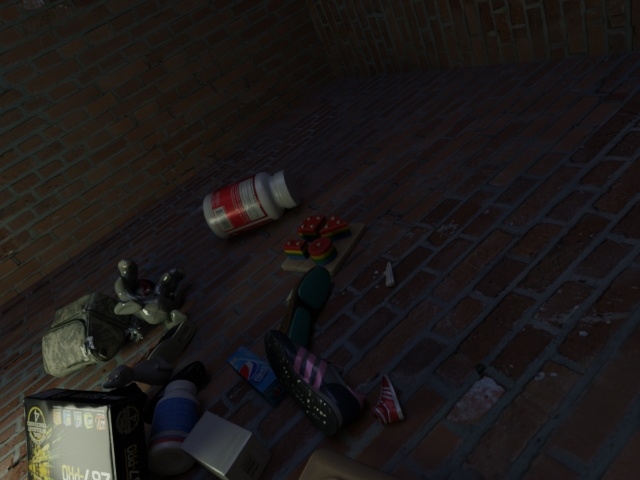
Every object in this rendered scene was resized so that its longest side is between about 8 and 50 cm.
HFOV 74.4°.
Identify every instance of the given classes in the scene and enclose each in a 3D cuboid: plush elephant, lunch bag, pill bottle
[{"bbox_3d":[-0.631,0.220,1.600,0.255,0.271,0.331,-14,60,47],"label":"plush elephant"},{"bbox_3d":[-0.906,0.377,1.630,0.304,0.212,0.256,-23,48,23],"label":"lunch bag"},{"bbox_3d":[-0.311,-0.175,1.941,0.407,0.229,0.229,-19,32,14],"label":"pill bottle"},{"bbox_3d":[-0.386,0.489,1.128,0.124,0.124,0.222,-25,32,6],"label":"pill bottle"}]

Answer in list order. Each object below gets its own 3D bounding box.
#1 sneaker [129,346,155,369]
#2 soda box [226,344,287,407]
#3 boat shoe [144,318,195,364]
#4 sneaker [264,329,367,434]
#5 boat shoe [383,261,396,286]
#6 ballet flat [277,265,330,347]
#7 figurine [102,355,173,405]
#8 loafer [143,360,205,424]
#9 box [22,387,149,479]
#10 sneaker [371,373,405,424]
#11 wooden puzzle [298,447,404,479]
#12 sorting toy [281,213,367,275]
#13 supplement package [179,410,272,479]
[{"bbox_3d":[-0.593,0.431,1.415,0.064,0.068,0.175,-10,18,30],"label":"sneaker"},{"bbox_3d":[-0.178,0.374,1.180,0.067,0.071,0.210,-43,34,-24],"label":"soda box"},{"bbox_3d":[-0.525,0.364,1.454,0.079,0.084,0.233,-17,20,26],"label":"boat shoe"},{"bbox_3d":[-0.020,0.330,1.049,0.131,0.112,0.319,-13,40,-37],"label":"sneaker"},{"bbox_3d":[0.209,0.105,1.302,0.035,0.035,0.100,-17,39,14],"label":"boat shoe"},{"bbox_3d":[-0.067,0.220,1.307,0.124,0.116,0.343,-30,29,38],"label":"ballet flat"},{"bbox_3d":[-0.575,0.433,1.237,0.215,0.209,0.092,-45,68,9],"label":"figurine"},{"bbox_3d":[-0.442,0.458,1.278,0.223,0.076,0.078,-44,12,-16],"label":"loafer"},{"bbox_3d":[-0.591,0.545,1.053,0.394,0.319,0.097,-8,-3,29],"label":"box"},{"bbox_3d":[0.144,0.364,0.965,0.066,0.042,0.119,-22,33,4],"label":"sneaker"},{"bbox_3d":[0.046,0.568,0.721,0.321,0.081,0.348,1,37,39],"label":"wooden puzzle"},{"bbox_3d":[0.000,0.000,1.569,0.255,0.090,0.257,2,42,40],"label":"sorting toy"},{"bbox_3d":[-0.225,0.500,1.002,0.179,0.105,0.105,2,43,40],"label":"supplement package"}]
